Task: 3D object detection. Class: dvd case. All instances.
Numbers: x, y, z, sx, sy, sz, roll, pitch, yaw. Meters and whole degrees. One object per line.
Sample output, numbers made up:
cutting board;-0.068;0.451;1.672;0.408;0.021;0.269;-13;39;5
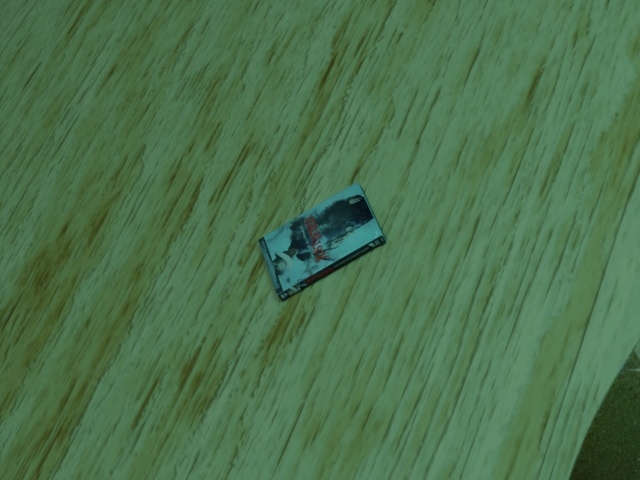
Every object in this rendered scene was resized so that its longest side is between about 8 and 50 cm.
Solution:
dvd case;0.000;0.000;1.213;0.119;0.013;0.087;-30;43;9

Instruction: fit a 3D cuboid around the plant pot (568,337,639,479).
plant pot;0.318;0.154;0.737;0.254;0.237;0.237;34;76;31
